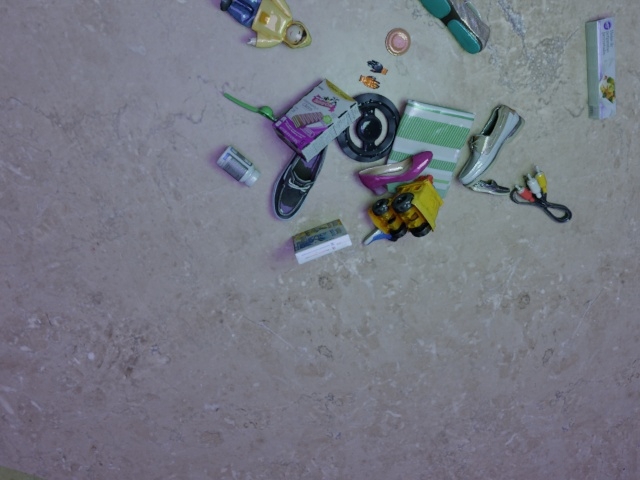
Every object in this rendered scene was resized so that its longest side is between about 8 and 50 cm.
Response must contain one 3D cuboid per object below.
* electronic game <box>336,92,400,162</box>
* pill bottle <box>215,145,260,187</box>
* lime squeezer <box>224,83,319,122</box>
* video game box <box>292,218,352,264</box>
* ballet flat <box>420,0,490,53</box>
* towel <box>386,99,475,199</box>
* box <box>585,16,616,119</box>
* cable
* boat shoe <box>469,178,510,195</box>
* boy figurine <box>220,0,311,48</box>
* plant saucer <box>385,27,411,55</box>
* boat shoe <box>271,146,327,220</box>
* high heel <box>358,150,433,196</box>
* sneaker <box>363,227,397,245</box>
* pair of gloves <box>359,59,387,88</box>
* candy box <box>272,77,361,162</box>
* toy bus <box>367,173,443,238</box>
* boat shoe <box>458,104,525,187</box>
[{"bbox_3d":[0.162,-0.375,1.602,0.229,0.048,0.229,-5,113,-13],"label":"electronic game"},{"bbox_3d":[-0.270,-0.242,1.581,0.137,0.078,0.078,39,100,-17],"label":"pill bottle"},{"bbox_3d":[-0.151,-0.434,1.542,0.310,0.059,0.110,-6,109,-4],"label":"lime squeezer"},{"bbox_3d":[0.000,0.000,1.628,0.187,0.205,0.048,-18,108,-1],"label":"video game box"},{"bbox_3d":[0.419,-0.729,1.499,0.316,0.107,0.106,40,80,-22],"label":"ballet flat"},{"bbox_3d":[0.360,-0.300,1.633,0.248,0.038,0.325,9,119,-9],"label":"towel"},{"bbox_3d":[0.951,-0.578,1.619,0.063,0.067,0.324,-15,109,-2],"label":"box"},{"bbox_3d":[0.809,-0.137,1.748,0.287,0.072,0.139,42,105,-18],"label":"cable"},{"bbox_3d":[0.611,-0.194,1.713,0.152,0.056,0.049,6,113,-8],"label":"boat shoe"},{"bbox_3d":[-0.160,-0.662,1.447,0.285,0.092,0.177,30,100,-12],"label":"boy figurine"},{"bbox_3d":[0.252,-0.641,1.542,0.083,0.013,0.083,-2,109,-6],"label":"plant saucer"},{"bbox_3d":[-0.075,-0.213,1.592,0.121,0.119,0.335,19,105,-13],"label":"boat shoe"},{"bbox_3d":[0.248,-0.247,1.591,0.244,0.082,0.117,-29,127,28],"label":"high heel"},{"bbox_3d":[0.233,-0.014,1.728,0.152,0.058,0.084,-41,100,1],"label":"sneaker"},{"bbox_3d":[0.175,-0.544,1.567,0.074,0.010,0.083,23,104,-13],"label":"pair of gloves"},{"bbox_3d":[-0.012,-0.379,1.499,0.233,0.159,0.071,-42,153,-6],"label":"candy box"},{"bbox_3d":[0.300,-0.130,1.620,0.149,0.220,0.211,46,59,-28],"label":"toy bus"},{"bbox_3d":[0.564,-0.325,1.641,0.103,0.113,0.302,36,90,-15],"label":"boat shoe"}]
